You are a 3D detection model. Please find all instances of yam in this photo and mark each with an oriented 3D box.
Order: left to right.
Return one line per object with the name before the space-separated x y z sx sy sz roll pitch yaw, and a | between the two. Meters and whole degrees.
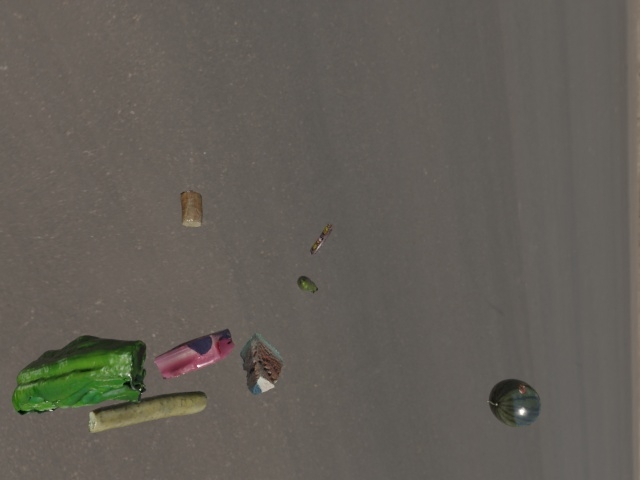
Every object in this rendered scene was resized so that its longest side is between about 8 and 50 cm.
yam | -0.526 0.528 1.311 0.371 0.083 0.083 15 81 -50
yam | -0.477 -0.114 1.546 0.084 0.084 0.127 14 59 -44

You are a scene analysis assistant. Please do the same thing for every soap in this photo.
soap | -0.540 0.499 1.848 0.220 0.324 0.128 -9 78 -69

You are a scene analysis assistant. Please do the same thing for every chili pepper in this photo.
chili pepper | -0.568 0.322 1.031 0.213 0.384 0.168 39 40 -62

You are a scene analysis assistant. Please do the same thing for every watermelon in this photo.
watermelon | -0.208 0.457 1.491 0.154 0.241 0.094 39 100 -14
watermelon | 0.432 0.370 0.955 0.132 0.105 0.105 5 87 -16

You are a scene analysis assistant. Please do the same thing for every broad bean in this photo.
broad bean | -0.048 0.149 1.441 0.043 0.297 0.060 -40 80 -1

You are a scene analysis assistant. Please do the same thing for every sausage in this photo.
sausage | 0.000 0.000 1.367 0.025 0.198 0.029 -21 72 -31
